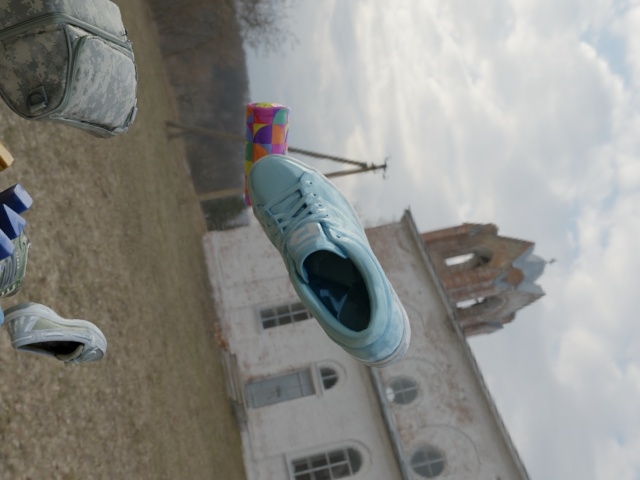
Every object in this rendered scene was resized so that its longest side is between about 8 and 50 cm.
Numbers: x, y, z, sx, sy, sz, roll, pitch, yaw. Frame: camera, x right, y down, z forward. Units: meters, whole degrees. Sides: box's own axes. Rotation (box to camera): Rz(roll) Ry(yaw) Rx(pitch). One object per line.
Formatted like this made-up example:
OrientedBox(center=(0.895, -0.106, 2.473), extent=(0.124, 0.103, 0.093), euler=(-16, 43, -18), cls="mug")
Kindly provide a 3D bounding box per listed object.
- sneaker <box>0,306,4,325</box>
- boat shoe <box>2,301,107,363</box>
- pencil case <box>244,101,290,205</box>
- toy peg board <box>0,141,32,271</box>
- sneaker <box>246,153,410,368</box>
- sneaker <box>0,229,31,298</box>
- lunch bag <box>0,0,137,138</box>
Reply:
OrientedBox(center=(-0.483, 0.071, 0.969), extent=(0.063, 0.073, 0.162), euler=(-75, 169, -48), cls="sneaker")
OrientedBox(center=(-0.608, 0.238, 1.573), extent=(0.320, 0.118, 0.103), euler=(58, 11, -62), cls="boat shoe")
OrientedBox(center=(-0.117, -0.182, 1.474), extent=(0.104, 0.105, 0.236), euler=(-117, -150, -70), cls="pencil case")
OrientedBox(center=(-0.246, -0.043, 0.442), extent=(0.160, 0.079, 0.161), euler=(60, 4, -29), cls="toy peg board")
OrientedBox(center=(0.000, 0.000, 0.924), extent=(0.366, 0.135, 0.150), euler=(53, 1, 24), cls="sneaker")
OrientedBox(center=(-0.383, 0.046, 0.795), extent=(0.086, 0.064, 0.192), euler=(75, 9, -47), cls="sneaker")
OrientedBox(center=(-0.488, -0.334, 1.299), extent=(0.305, 0.213, 0.256), euler=(-16, 93, -81), cls="lunch bag")
